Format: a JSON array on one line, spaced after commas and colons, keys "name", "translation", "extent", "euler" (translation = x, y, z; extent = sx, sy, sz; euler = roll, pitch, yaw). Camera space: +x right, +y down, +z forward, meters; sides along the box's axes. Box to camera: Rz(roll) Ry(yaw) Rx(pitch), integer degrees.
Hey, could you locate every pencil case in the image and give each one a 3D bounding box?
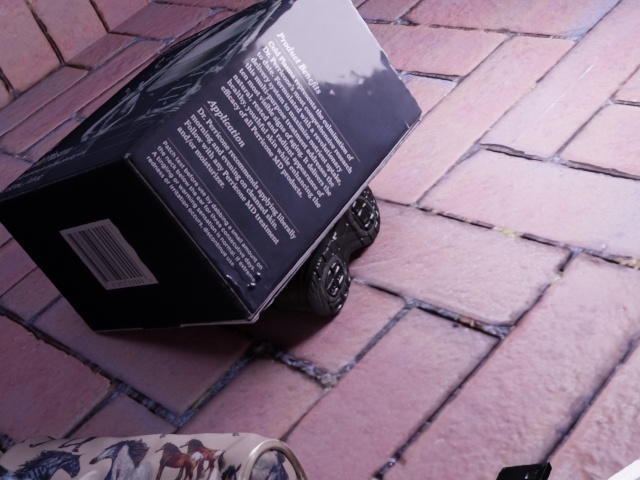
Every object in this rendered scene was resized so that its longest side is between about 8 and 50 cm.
[{"name": "pencil case", "translation": [-0.207, 0.317, 1.168], "extent": [0.410, 0.160, 0.183], "euler": [-6, 23, 27]}]

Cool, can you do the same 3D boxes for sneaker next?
[{"name": "sneaker", "translation": [0.000, 0.000, 1.523], "extent": [0.130, 0.109, 0.286], "euler": [-8, 35, 35]}]

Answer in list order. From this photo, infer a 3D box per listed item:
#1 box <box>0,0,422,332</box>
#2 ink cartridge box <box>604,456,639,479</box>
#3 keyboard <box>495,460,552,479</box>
[{"name": "box", "translation": [-0.182, -0.122, 1.536], "extent": [0.480, 0.297, 0.472], "euler": [-10, 32, 50]}, {"name": "ink cartridge box", "translation": [0.322, 0.308, 0.843], "extent": [0.296, 0.066, 0.261], "euler": [-21, 26, -32]}, {"name": "keyboard", "translation": [0.201, 0.320, 1.032], "extent": [0.100, 0.038, 0.192], "euler": [-22, 27, 50]}]
